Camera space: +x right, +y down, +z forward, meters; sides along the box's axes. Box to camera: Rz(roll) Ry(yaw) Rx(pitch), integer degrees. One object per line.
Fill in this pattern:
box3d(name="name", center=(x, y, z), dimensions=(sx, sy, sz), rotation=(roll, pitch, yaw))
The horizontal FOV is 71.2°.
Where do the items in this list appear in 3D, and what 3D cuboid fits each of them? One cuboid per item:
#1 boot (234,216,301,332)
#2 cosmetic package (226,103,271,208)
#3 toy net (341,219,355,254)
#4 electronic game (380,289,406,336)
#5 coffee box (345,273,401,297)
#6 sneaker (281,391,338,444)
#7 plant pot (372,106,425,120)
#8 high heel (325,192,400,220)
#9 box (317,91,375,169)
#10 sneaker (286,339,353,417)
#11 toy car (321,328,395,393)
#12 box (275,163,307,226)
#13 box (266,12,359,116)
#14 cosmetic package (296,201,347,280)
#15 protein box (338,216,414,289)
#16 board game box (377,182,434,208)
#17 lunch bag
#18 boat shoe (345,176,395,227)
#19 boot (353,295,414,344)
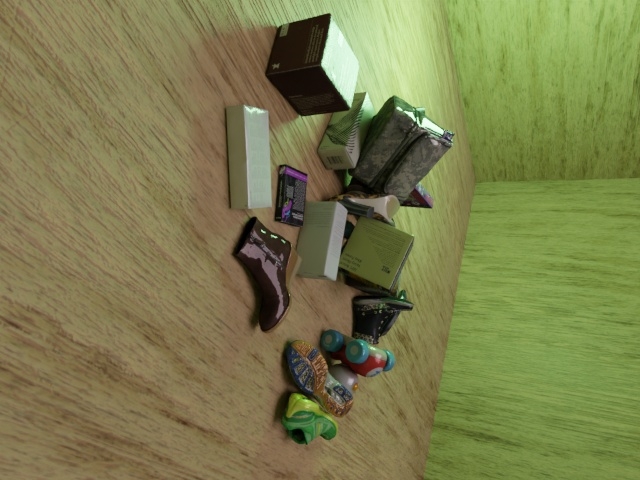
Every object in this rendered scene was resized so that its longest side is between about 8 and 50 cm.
box3d(name="boot", center=(-0.153, 0.089, 1.148), dimensions=(0.207, 0.090, 0.249), rotation=(42, 57, -40))
box3d(name="cosmetic package", center=(-0.173, -0.197, 1.083), dimensions=(0.098, 0.060, 0.239), rotation=(-13, 103, -63))
box3d(name="toy net", center=(0.063, 0.033, 1.561), dimensions=(0.232, 0.045, 0.122), rotation=(-51, 159, -44))
box3d(name="electronic game", center=(0.301, 0.310, 1.908), dimensions=(0.229, 0.048, 0.229), rotation=(-58, 173, -11))
box3d(name="coffee box", center=(0.219, 0.123, 1.766), dimensions=(0.297, 0.118, 0.168), rotation=(30, 66, -59))
box3d(name="sneaker", center=(-0.041, 0.555, 1.362), dimensions=(0.124, 0.109, 0.296), rotation=(-54, 140, -18))
box3d(name="plant pot", center=(0.308, -0.448, 1.845), dimensions=(0.166, 0.187, 0.188), rotation=(-14, 105, -47))
box3d(name="high heel", center=(0.148, -0.127, 1.520), dimensions=(0.261, 0.186, 0.093), rotation=(-13, 114, -52))
box3d(name="box", center=(0.091, -0.370, 1.507), dimensions=(0.094, 0.113, 0.275), rotation=(55, 44, -46))
box3d(name="sneaker", center=(-0.026, 0.421, 1.373), dimensions=(0.112, 0.131, 0.297), rotation=(-40, 109, -21))
box3d(name="toy car", center=(0.100, 0.452, 1.512), dimensions=(0.219, 0.210, 0.238), rotation=(30, 78, -47))
box3d(name="box", center=(-0.083, -0.126, 1.288), dimensions=(0.116, 0.029, 0.162), rotation=(14, 79, -60))
box3d(name="box", center=(-0.015, -0.476, 1.243), dimensions=(0.203, 0.166, 0.169), rotation=(36, 61, -57))
box3d(name="cosmetic package", center=(0.000, 0.000, 1.359), dimensions=(0.085, 0.117, 0.231), rotation=(32, 65, -57))
box3d(name="protein box", center=(0.192, 0.051, 1.553), dimensions=(0.201, 0.199, 0.136), rotation=(-63, 165, -9))
box3d(name="board game box", center=(0.325, -0.207, 1.848), dimensions=(0.346, 0.208, 0.056), rotation=(26, 69, -59))
box3d(name="lunch bag", center=(0.274, -0.305, 1.540), dimensions=(0.255, 0.305, 0.213), rotation=(28, 30, -14))
box3d(name="boat shoe", center=(0.206, -0.135, 1.713), dimensions=(0.355, 0.132, 0.131), rotation=(40, 56, -56))
box3d(name="boot", center=(0.239, 0.309, 1.741), dimensions=(0.085, 0.236, 0.179), rotation=(-150, -115, -83))
